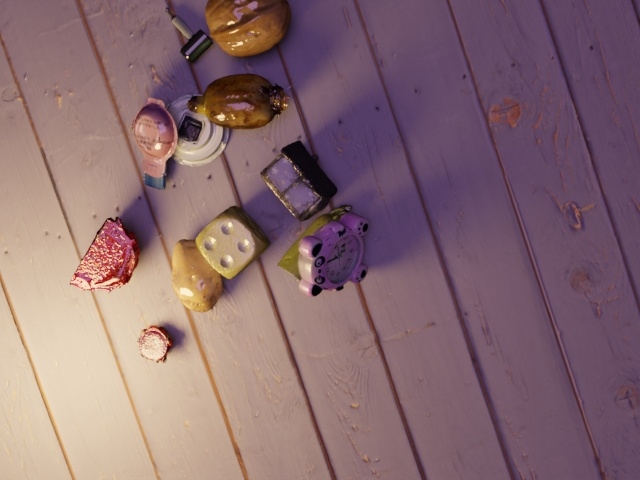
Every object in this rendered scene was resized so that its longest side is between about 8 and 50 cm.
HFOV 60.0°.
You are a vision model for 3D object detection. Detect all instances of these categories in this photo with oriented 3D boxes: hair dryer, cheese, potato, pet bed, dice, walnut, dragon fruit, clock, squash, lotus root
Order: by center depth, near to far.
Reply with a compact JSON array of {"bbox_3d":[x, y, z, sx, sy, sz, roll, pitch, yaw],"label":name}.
[{"bbox_3d":[0.040,0.047,1.660,0.090,0.248,0.227,25,126,40],"label":"clock"},{"bbox_3d":[-0.217,-0.670,1.661,0.261,0.225,0.224,-23,92,11],"label":"walnut"},{"bbox_3d":[-0.052,-0.184,1.696,0.159,0.183,0.211,-41,88,11],"label":"pet bed"},{"bbox_3d":[-0.251,-0.426,1.706,0.314,0.141,0.169,-2,78,-2],"label":"lotus root"},{"bbox_3d":[-0.271,0.005,1.725,0.166,0.169,0.169,-42,91,5],"label":"dice"},{"bbox_3d":[-0.523,-0.303,1.750,0.189,0.074,0.285,16,113,26],"label":"cheese"},{"bbox_3d":[-0.007,-0.001,1.751,0.137,0.137,0.287,34,81,1],"label":"squash"},{"bbox_3d":[-0.437,-0.665,1.760,0.100,0.057,0.197,-41,82,5],"label":"hair dryer"},{"bbox_3d":[-0.393,0.112,1.762,0.161,0.128,0.234,0,88,0],"label":"potato"},{"bbox_3d":[-0.410,-0.357,1.771,0.237,0.053,0.236,0,93,3],"label":"clock"},{"bbox_3d":[-0.671,0.042,1.772,0.163,0.189,0.261,25,102,-36],"label":"dragon fruit"},{"bbox_3d":[-0.536,0.339,1.820,0.126,0.068,0.112,17,84,15],"label":"dragon fruit"}]
